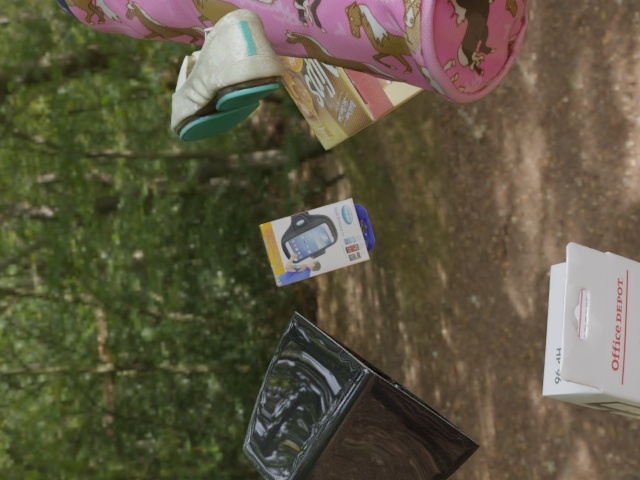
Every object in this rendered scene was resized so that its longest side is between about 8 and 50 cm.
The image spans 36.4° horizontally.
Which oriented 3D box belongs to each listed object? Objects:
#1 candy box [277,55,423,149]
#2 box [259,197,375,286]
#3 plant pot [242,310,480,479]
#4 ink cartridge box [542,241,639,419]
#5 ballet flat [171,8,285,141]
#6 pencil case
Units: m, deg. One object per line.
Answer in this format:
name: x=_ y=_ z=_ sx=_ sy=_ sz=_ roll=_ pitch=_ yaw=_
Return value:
candy box: x=0.019 y=-0.227 z=1.244 sx=0.183 sy=0.087 sz=0.316 roll=56 pitch=171 yaw=-5
box: x=0.000 y=0.000 z=1.212 sx=0.028 sy=0.136 sz=0.081 roll=179 pitch=74 yaw=-84
plant pot: x=0.026 y=0.217 z=1.079 sx=0.167 sy=0.188 sz=0.187 roll=-55 pitch=30 yaw=-2
ink cartridge box: x=0.106 y=0.034 z=0.339 sx=0.028 sy=0.083 sz=0.048 roll=-20 pitch=58 yaw=56
ballet flat: x=-0.060 y=-0.102 z=0.604 sx=0.168 sy=0.057 sz=0.052 roll=-14 pitch=92 yaw=68
pencil case: x=-0.032 y=-0.207 z=0.718 sx=0.167 sy=0.386 sz=0.160 roll=-40 pitch=-44 yaw=-41
